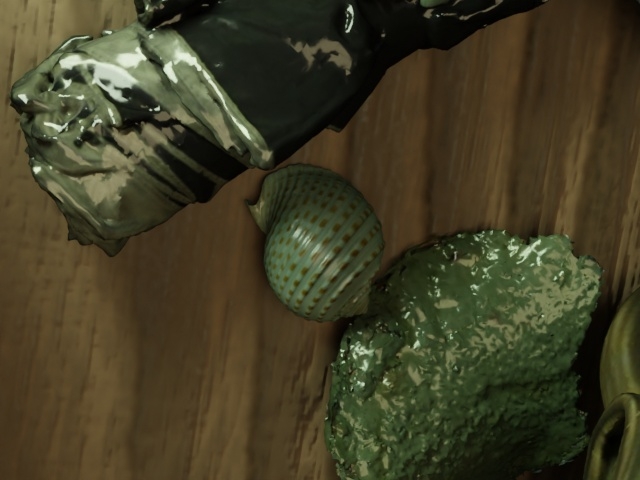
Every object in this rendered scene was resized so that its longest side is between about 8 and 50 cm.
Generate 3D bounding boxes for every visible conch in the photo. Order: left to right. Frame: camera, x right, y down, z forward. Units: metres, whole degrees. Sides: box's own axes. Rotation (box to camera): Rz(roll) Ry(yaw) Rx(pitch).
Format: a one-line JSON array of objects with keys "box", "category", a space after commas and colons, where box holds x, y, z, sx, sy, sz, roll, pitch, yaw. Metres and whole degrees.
[{"box": [0.002, 0.001, 0.762, 0.076, 0.057, 0.085, -42, 110, -15], "category": "conch"}]

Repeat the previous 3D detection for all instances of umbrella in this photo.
[{"box": [0.013, -0.121, 0.709, 0.358, 0.106, 0.113, -30, 93, -7], "category": "umbrella"}]

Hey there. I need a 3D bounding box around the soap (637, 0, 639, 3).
[{"box": [0.319, -0.089, 0.800, 0.302, 0.258, 0.159, 42, 91, 15], "category": "soap"}]

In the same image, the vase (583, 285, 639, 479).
[{"box": [0.252, 0.130, 0.732, 0.302, 0.329, 0.240, -1, 134, -6], "category": "vase"}]

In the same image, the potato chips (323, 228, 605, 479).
[{"box": [0.074, 0.109, 0.804, 0.167, 0.059, 0.228, -4, 104, -23], "category": "potato chips"}]
